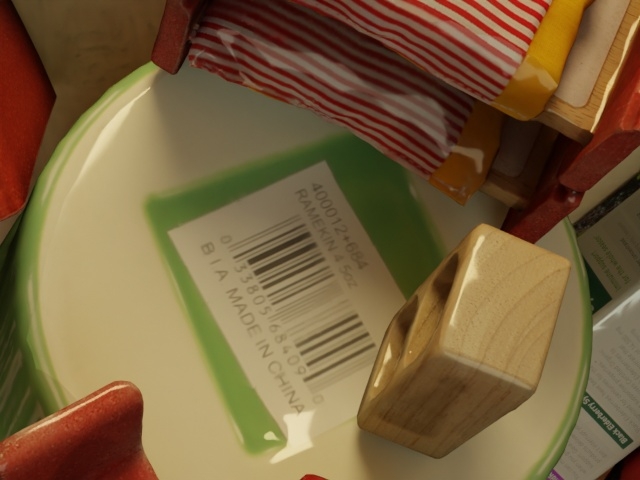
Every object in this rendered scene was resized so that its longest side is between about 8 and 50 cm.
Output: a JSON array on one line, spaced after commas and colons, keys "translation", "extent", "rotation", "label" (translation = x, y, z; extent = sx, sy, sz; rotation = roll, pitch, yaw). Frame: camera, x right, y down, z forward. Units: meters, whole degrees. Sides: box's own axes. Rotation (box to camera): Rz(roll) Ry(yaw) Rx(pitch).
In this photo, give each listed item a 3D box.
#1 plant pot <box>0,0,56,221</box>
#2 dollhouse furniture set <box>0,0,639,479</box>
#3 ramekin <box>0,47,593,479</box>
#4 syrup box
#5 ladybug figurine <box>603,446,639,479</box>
[{"translation": [-0.286, -0.113, 0.676], "extent": [0.267, 0.267, 0.235], "rotation": [-17, 107, -2], "label": "plant pot"}, {"translation": [0.000, 0.000, 0.613], "extent": [0.201, 0.374, 0.152], "rotation": [26, 155, -4], "label": "dollhouse furniture set"}, {"translation": [-0.016, 0.045, 0.759], "extent": [0.303, 0.303, 0.148], "rotation": [5, 158, -13], "label": "ramekin"}, {"translation": [0.191, 0.040, 0.923], "extent": [0.237, 0.093, 0.096], "rotation": [-39, 117, 11], "label": "syrup box"}, {"translation": [0.323, 0.134, 0.911], "extent": [0.449, 0.305, 0.162], "rotation": [-37, 75, 23], "label": "ladybug figurine"}]
